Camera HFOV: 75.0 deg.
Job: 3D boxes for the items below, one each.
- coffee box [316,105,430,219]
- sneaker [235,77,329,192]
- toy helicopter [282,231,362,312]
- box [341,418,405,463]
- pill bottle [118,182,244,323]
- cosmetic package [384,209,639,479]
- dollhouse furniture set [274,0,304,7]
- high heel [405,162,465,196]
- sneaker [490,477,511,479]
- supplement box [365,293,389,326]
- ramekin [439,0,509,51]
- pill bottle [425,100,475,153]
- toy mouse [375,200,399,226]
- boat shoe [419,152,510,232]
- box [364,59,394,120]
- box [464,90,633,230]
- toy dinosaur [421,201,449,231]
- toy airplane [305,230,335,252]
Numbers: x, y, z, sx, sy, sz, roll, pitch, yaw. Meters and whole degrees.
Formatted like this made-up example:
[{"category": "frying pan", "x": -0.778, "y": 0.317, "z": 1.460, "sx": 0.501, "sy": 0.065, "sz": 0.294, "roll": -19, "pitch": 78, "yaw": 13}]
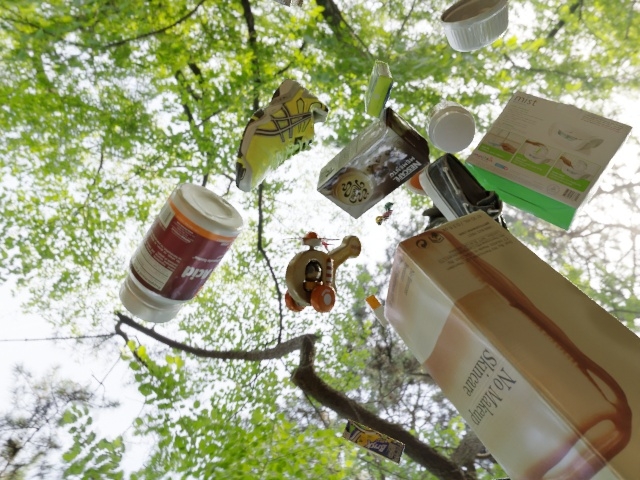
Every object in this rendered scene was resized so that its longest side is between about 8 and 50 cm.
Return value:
[{"category": "coffee box", "x": 0.149, "y": -0.216, "z": 1.216, "sx": 0.168, "sy": 0.297, "sz": 0.118, "roll": 35, "pitch": -141, "yaw": -23}, {"category": "sneaker", "x": -0.095, "y": -0.269, "z": 1.068, "sx": 0.147, "sy": 0.145, "sz": 0.384, "roll": 25, "pitch": -119, "yaw": 1}, {"category": "toy helicopter", "x": 0.015, "y": 0.057, "z": 1.301, "sx": 0.355, "sy": 0.140, "sz": 0.234, "roll": -33, "pitch": -71, "yaw": -45}, {"category": "box", "x": 0.148, "y": 0.565, "z": 1.170, "sx": 0.169, "sy": 0.059, "sz": 0.054, "roll": 18, "pitch": -117, "yaw": 20}, {"category": "pill bottle", "x": -0.421, "y": 0.045, "z": 1.240, "sx": 0.224, "sy": 0.392, "sz": 0.224, "roll": 34, "pitch": -162, "yaw": -12}, {"category": "cosmetic package", "x": 0.206, "y": 0.123, "z": 0.432, "sx": 0.129, "sy": 0.153, "sz": 0.296, "roll": -21, "pitch": -133, "yaw": -21}, {"category": "dollhouse furniture set", "x": -0.070, "y": -0.489, "z": 0.655, "sx": 0.129, "sy": 0.183, "sz": 0.129, "roll": 20, "pitch": -150, "yaw": -4}, {"category": "high heel", "x": 0.506, "y": -0.212, "z": 1.496, "sx": 0.181, "sy": 0.378, "sz": 0.127, "roll": 1, "pitch": -88, "yaw": -53}, {"category": "sneaker", "x": 0.348, "y": 0.545, "z": 0.845, "sx": 0.233, "sy": 0.090, "sz": 0.081, "roll": -12, "pitch": -77, "yaw": -12}, {"category": "supplement box", "x": 0.194, "y": 0.235, "z": 1.399, "sx": 0.036, "sy": 0.098, "sz": 0.062, "roll": -34, "pitch": -147, "yaw": -2}, {"category": "ramekin", "x": 0.498, "y": -0.699, "z": 1.335, "sx": 0.208, "sy": 0.109, "sz": 0.207, "roll": -19, "pitch": -141, "yaw": 17}, {"category": "pill bottle", "x": 0.351, "y": -0.307, "z": 1.130, "sx": 0.121, "sy": 0.121, "sz": 0.221, "roll": 27, "pitch": -155, "yaw": 0}, {"category": "toy mouse", "x": 0.276, "y": -0.121, "z": 1.753, "sx": 0.031, "sy": 0.161, "sz": 0.143, "roll": 35, "pitch": -100, "yaw": 20}, {"category": "boat shoe", "x": 0.357, "y": -0.069, "z": 0.937, "sx": 0.108, "sy": 0.102, "sz": 0.301, "roll": -36, "pitch": -94, "yaw": -39}, {"category": "box", "x": 0.155, "y": -0.407, "z": 1.126, "sx": 0.043, "sy": 0.108, "sz": 0.178, "roll": 14, "pitch": -144, "yaw": -6}, {"category": "box", "x": 0.517, "y": -0.194, "z": 0.974, "sx": 0.262, "sy": 0.126, "sz": 0.231, "roll": 32, "pitch": -99, "yaw": 30}, {"category": "toy dinosaur", "x": 0.381, "y": -0.002, "z": 1.240, "sx": 0.121, "sy": 0.160, "sz": 0.313, "roll": 0, "pitch": -147, "yaw": -29}, {"category": "toy airplane", "x": 0.000, "y": 0.000, "z": 1.478, "sx": 0.151, "sy": 0.151, "sz": 0.028, "roll": 18, "pitch": -112, "yaw": -7}]
